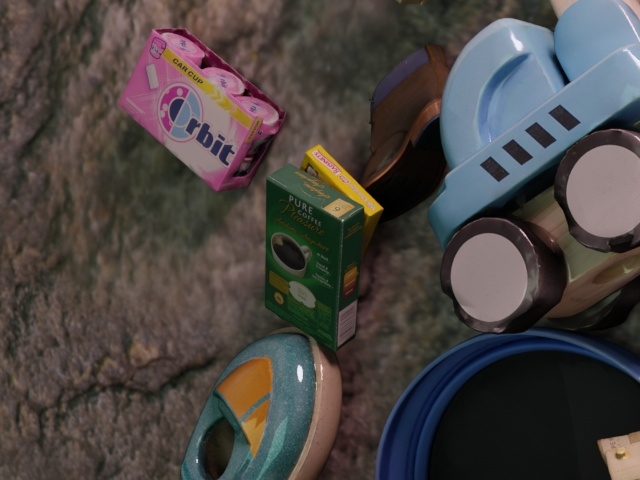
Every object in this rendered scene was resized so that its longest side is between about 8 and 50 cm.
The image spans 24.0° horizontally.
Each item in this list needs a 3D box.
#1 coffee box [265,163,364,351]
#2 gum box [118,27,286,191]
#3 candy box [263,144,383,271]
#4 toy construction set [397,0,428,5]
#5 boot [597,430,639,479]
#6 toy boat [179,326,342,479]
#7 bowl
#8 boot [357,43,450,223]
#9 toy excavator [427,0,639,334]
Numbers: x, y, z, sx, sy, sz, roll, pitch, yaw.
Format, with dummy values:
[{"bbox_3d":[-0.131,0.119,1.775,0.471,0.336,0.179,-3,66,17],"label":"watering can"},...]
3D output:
[{"bbox_3d":[-0.008,0.019,1.616,0.113,0.040,0.184,30,136,33],"label":"coffee box"},{"bbox_3d":[-0.135,-0.149,1.744,0.188,0.062,0.107,41,118,23],"label":"gum box"},{"bbox_3d":[0.000,0.000,1.653,0.105,0.027,0.206,43,141,19],"label":"candy box"},{"bbox_3d":[0.105,-0.372,1.502,0.215,0.151,0.327,39,128,24],"label":"toy construction set"},{"bbox_3d":[0.350,0.155,1.367,0.203,0.095,0.262,-12,86,13],"label":"boot"},{"bbox_3d":[-0.049,0.237,1.638,0.318,0.148,0.267,39,107,52],"label":"toy boat"},{"bbox_3d":[0.238,0.278,1.545,0.391,0.077,0.391,6,100,34],"label":"bowl"},{"bbox_3d":[0.087,-0.109,1.608,0.219,0.082,0.106,-47,44,42],"label":"boot"},{"bbox_3d":[0.243,-0.186,1.406,0.433,0.222,0.445,-38,67,31],"label":"toy excavator"}]
